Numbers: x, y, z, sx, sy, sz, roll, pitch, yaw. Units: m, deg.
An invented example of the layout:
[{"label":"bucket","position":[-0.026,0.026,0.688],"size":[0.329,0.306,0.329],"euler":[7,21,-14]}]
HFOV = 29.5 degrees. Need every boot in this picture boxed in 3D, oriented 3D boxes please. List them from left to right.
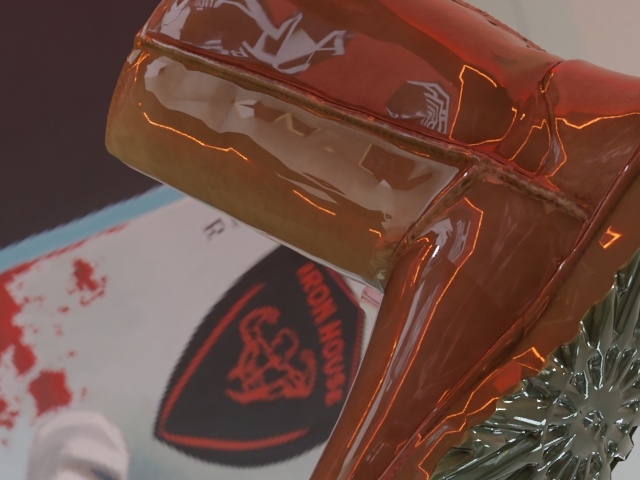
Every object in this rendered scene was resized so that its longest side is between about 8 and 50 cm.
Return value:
[{"label":"boot","position":[0.000,0.000,0.454],"size":[0.269,0.236,0.089],"euler":[30,-18,43]}]

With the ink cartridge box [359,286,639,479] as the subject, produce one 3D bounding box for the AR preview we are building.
[{"label":"ink cartridge box","position":[0.192,0.112,0.722],"size":[0.129,0.223,0.307],"euler":[29,-32,58]}]
